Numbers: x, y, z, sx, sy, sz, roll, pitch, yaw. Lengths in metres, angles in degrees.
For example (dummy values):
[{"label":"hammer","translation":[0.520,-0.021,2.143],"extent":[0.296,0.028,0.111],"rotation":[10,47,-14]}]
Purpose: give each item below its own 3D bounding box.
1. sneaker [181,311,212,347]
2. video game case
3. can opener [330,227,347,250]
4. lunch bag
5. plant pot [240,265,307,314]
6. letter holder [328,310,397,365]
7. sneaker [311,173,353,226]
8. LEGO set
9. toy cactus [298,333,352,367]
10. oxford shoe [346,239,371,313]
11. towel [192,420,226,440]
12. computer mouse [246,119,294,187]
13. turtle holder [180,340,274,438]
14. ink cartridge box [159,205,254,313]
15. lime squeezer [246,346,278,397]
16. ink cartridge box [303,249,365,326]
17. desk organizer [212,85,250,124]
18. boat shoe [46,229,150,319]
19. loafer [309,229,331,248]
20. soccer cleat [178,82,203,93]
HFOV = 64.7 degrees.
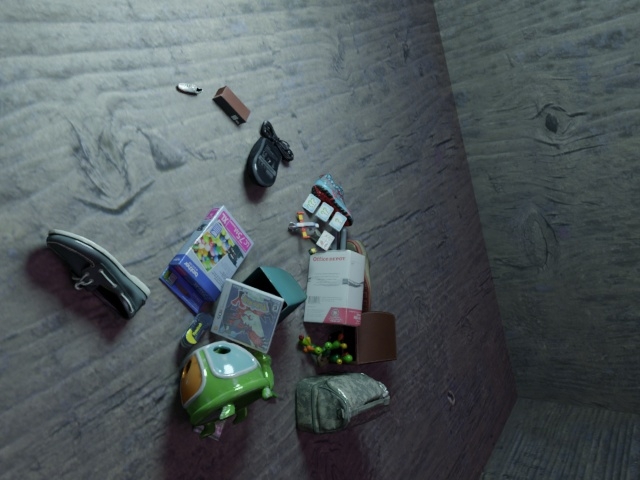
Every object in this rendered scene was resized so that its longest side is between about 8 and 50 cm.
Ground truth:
[{"label":"sneaker","translation":[-0.386,0.276,1.564],"extent":[0.053,0.059,0.144],"rotation":[43,32,-5]},{"label":"video game case","translation":[-0.233,0.237,1.593],"extent":[0.023,0.202,0.183],"rotation":[-18,126,-77]},{"label":"can opener","translation":[0.072,0.087,2.127],"extent":[0.093,0.074,0.280],"rotation":[44,48,-82]},{"label":"lunch bag","translation":[0.091,0.624,1.945],"extent":[0.305,0.256,0.212],"rotation":[5,83,-51]},{"label":"plant pot","translation":[-0.155,0.196,1.720],"extent":[0.165,0.165,0.234],"rotation":[52,19,16]},{"label":"letter holder","translation":[0.183,0.409,2.159],"extent":[0.302,0.152,0.214],"rotation":[9,78,-50]},{"label":"sneaker","translation":[0.074,-0.170,2.111],"extent":[0.261,0.104,0.125],"rotation":[54,47,-33]},{"label":"LEGO set","translation":[-0.013,-0.062,1.975],"extent":[0.183,0.060,0.244],"rotation":[35,56,-5]},{"label":"toy cactus","translation":[0.014,0.432,1.966],"extent":[0.180,0.219,0.112],"rotation":[103,-2,-51]},{"label":"oxford shoe","translation":[0.181,0.164,2.201],"extent":[0.130,0.123,0.347],"rotation":[-12,98,-56]},{"label":"towel","translation":[-0.337,0.552,1.618],"extent":[0.113,0.023,0.151],"rotation":[46,54,-39]},{"label":"computer mouse","translation":[-0.199,-0.287,1.825],"extent":[0.188,0.072,0.272],"rotation":[51,38,-32]},{"label":"turtle holder","translation":[-0.269,0.420,1.535],"extent":[0.321,0.243,0.227],"rotation":[-22,68,-25]},{"label":"ink cartridge box","translation":[-0.352,0.059,1.613],"extent":[0.185,0.065,0.311],"rotation":[55,50,-31]},{"label":"lime squeezer","translation":[-0.227,0.445,1.749],"extent":[0.110,0.059,0.310],"rotation":[-70,143,-71]},{"label":"ink cartridge box","translation":[0.057,0.188,1.977],"extent":[0.117,0.207,0.282],"rotation":[19,73,-49]},{"label":"desk organizer","translation":[-0.301,-0.461,1.726],"extent":[0.130,0.047,0.050],"rotation":[44,53,-39]},{"label":"boat shoe","translation":[-0.575,0.093,1.298],"extent":[0.319,0.116,0.099],"rotation":[52,46,-41]},{"label":"loafer","translation":[0.000,0.000,2.065],"extent":[0.125,0.039,0.045],"rotation":[45,21,-42]},{"label":"soccer cleat","translation":[-0.412,-0.484,1.602],"extent":[0.083,0.036,0.029],"rotation":[4,84,-50]}]
